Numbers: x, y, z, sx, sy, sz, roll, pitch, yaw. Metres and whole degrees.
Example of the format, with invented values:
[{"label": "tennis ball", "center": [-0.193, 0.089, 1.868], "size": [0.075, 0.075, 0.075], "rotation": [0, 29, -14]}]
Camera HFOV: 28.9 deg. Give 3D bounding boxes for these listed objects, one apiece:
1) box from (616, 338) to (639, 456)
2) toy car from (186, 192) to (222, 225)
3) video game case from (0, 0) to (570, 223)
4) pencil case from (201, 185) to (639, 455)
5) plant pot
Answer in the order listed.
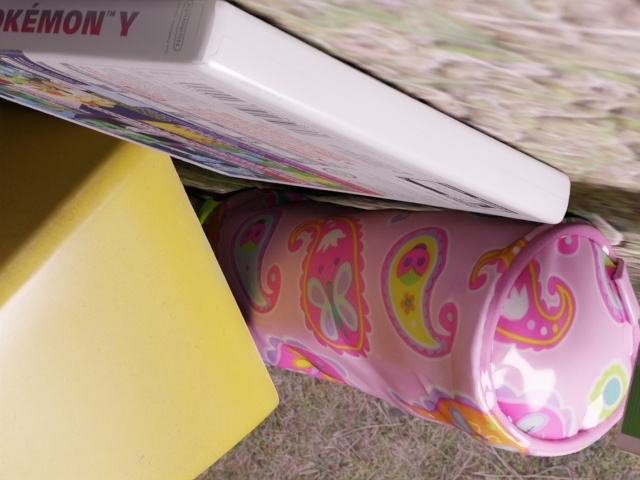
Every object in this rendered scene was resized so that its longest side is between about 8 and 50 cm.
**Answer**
[{"label": "box", "center": [0.184, 0.051, 0.494], "size": [0.102, 0.101, 0.087], "rotation": [14, 175, 0]}, {"label": "toy car", "center": [-0.133, 0.052, 0.978], "size": [0.155, 0.188, 0.149], "rotation": [12, 176, 20]}, {"label": "video game case", "center": [-0.035, -0.048, 0.457], "size": [0.183, 0.023, 0.201], "rotation": [10, 176, 40]}, {"label": "pencil case", "center": [0.038, 0.032, 0.685], "size": [0.124, 0.124, 0.284], "rotation": [17, 176, -35]}, {"label": "plant pot", "center": [-0.184, 0.063, 0.681], "size": [0.212, 0.187, 0.212], "rotation": [11, 136, 35]}]
